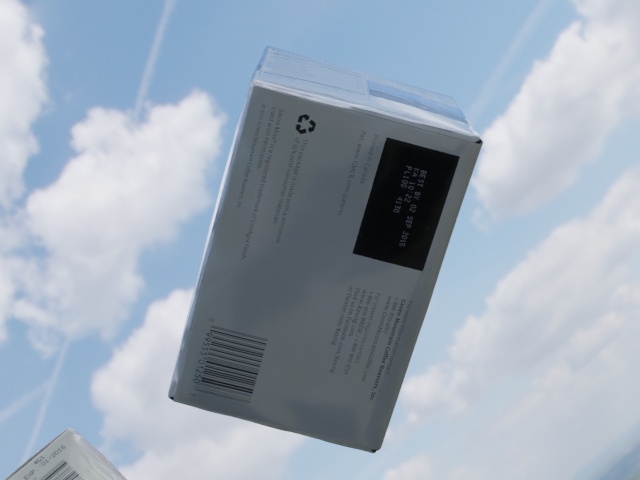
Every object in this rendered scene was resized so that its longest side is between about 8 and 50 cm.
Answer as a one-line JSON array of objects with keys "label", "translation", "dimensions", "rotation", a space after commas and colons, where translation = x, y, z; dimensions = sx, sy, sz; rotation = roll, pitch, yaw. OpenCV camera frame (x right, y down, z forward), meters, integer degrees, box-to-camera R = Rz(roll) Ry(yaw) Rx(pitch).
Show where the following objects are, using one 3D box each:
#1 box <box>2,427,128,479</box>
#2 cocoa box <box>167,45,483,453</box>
[{"label": "box", "translation": [-0.309, 0.383, 1.352], "dimensions": [0.127, 0.149, 0.232], "rotation": [-40, -32, -26]}, {"label": "cocoa box", "translation": [0.000, 0.000, 1.083], "dimensions": [0.228, 0.231, 0.347], "rotation": [-90, 15, -71]}]
